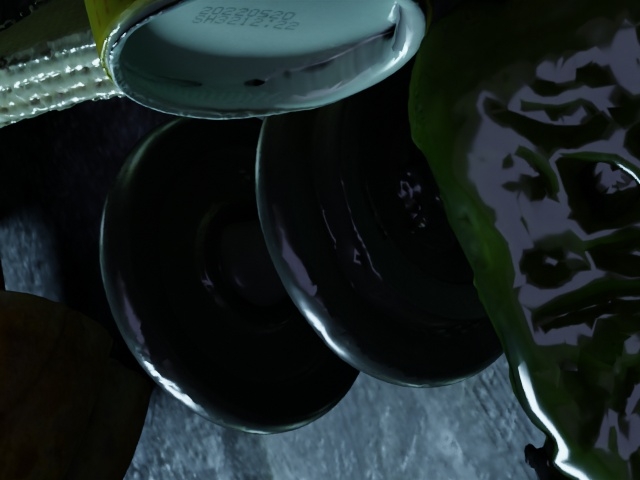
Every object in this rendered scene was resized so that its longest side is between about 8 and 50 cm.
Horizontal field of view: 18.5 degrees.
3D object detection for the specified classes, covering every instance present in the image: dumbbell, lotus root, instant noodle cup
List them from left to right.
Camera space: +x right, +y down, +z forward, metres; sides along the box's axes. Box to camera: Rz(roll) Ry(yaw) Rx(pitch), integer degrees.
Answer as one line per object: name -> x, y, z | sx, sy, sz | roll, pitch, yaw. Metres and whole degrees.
lotus root -> -0.215, 0.152, 1.327 | 0.188, 0.180, 0.199 | 21, 138, -25
instant noodle cup -> -0.037, -0.191, 0.894 | 0.215, 0.215, 0.236 | -33, 60, 49
dumbbell -> 0.000, 0.000, 1.063 | 0.290, 0.192, 0.192 | -22, 100, 46

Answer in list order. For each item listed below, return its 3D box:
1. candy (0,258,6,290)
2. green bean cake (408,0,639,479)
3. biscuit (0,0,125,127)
candy -> -0.293, -0.036, 1.284 | 0.276, 0.146, 0.088 | 91, 163, -54
green bean cake -> 0.185, -0.024, 0.848 | 0.247, 0.156, 0.250 | -18, 102, 23
biscuit -> -0.100, -0.124, 1.106 | 0.252, 0.150, 0.052 | -10, 116, 45
